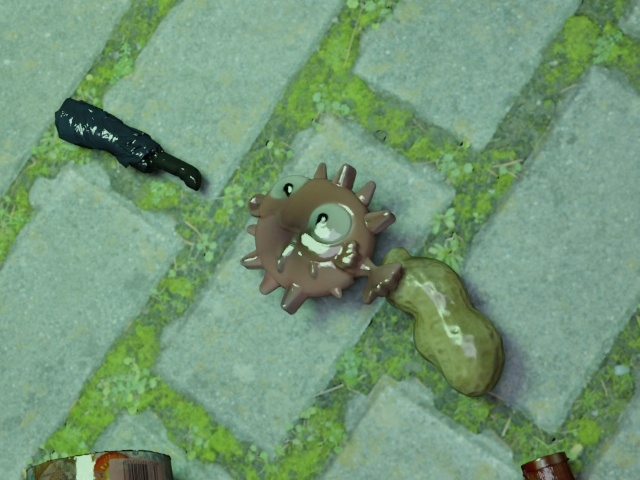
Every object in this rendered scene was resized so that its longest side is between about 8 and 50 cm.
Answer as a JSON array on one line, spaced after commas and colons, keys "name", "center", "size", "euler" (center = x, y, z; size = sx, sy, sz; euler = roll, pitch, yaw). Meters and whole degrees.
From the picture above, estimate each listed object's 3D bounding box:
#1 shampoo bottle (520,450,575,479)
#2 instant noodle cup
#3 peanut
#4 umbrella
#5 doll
[{"name": "shampoo bottle", "center": [0.316, 0.393, 1.654], "size": [0.102, 0.064, 0.260], "euler": [-21, 75, 11]}, {"name": "instant noodle cup", "center": [-0.279, 0.402, 1.728], "size": [0.243, 0.243, 0.231], "euler": [-12, 70, 12]}, {"name": "peanut", "center": [0.157, 0.100, 1.742], "size": [0.104, 0.086, 0.228], "euler": [-40, 71, 24]}, {"name": "umbrella", "center": [-0.271, -0.132, 1.919], "size": [0.248, 0.071, 0.071], "euler": [25, 86, 14]}, {"name": "doll", "center": [0.000, 0.000, 1.791], "size": [0.262, 0.093, 0.211], "euler": [39, 91, 34]}]
